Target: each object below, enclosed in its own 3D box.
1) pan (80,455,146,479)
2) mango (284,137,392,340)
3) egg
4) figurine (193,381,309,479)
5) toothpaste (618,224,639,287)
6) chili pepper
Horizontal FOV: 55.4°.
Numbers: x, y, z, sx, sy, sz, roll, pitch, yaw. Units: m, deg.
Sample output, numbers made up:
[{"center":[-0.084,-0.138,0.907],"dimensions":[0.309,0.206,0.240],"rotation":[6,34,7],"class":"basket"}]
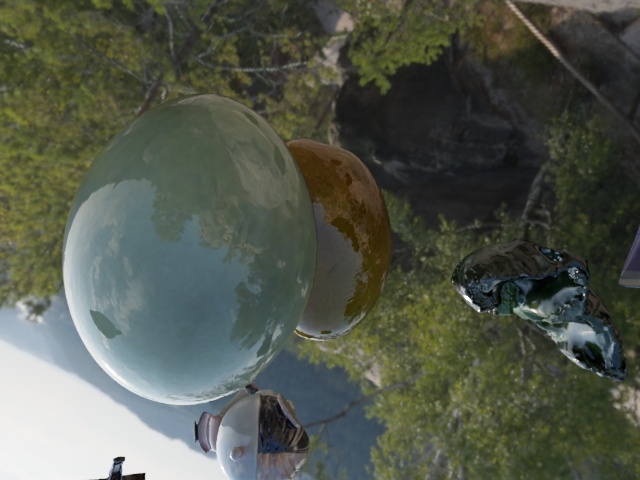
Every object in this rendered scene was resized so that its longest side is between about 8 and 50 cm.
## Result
[{"center":[-0.354,0.413,1.052],"dimensions":[0.114,0.040,0.212],"rotation":[1,150,-24],"class":"pan"},{"center":[0.000,0.000,1.118],"dimensions":[0.263,0.378,0.221],"rotation":[-9,-171,-6],"class":"mango"},{"center":[-0.096,0.012,0.464],"dimensions":[0.186,0.186,0.253],"rotation":[23,123,10],"class":"egg"},{"center":[-0.171,0.509,1.528],"dimensions":[0.211,0.253,0.361],"rotation":[-14,180,-28],"class":"figurine"},{"center":[0.508,-0.054,0.835],"dimensions":[0.125,0.371,0.080],"rotation":[4,133,35],"class":"toothpaste"},{"center":[0.282,0.068,0.780],"dimensions":[0.264,0.116,0.148],"rotation":[27,-175,-24],"class":"chili pepper"}]
